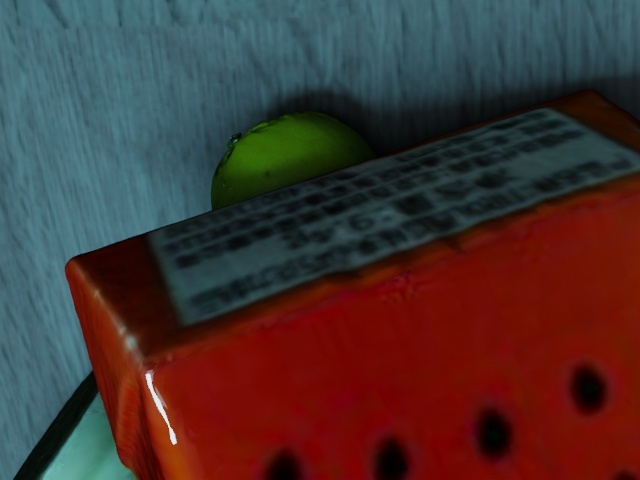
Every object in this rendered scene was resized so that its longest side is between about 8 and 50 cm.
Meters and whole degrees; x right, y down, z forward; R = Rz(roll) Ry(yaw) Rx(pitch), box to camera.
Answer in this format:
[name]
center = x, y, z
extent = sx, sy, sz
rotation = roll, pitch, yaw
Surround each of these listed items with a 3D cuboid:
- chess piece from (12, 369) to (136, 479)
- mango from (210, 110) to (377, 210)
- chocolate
[chess piece]
center = -0.083, 0.238, 0.722
extent = 0.299, 0.195, 0.194
rotation = 37, 113, -12
[mango]
center = 0.000, 0.001, 0.651
extent = 0.119, 0.100, 0.178
rotation = -26, 107, 19
[chocolate]
center = 0.069, 0.127, 0.571
extent = 0.360, 0.161, 0.342
rotation = -19, 108, -12
